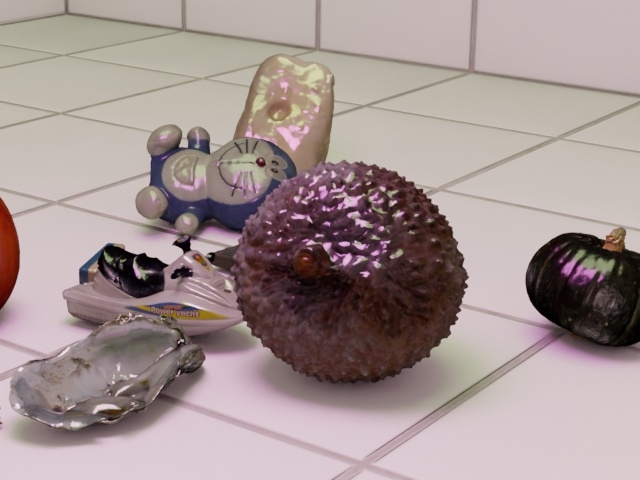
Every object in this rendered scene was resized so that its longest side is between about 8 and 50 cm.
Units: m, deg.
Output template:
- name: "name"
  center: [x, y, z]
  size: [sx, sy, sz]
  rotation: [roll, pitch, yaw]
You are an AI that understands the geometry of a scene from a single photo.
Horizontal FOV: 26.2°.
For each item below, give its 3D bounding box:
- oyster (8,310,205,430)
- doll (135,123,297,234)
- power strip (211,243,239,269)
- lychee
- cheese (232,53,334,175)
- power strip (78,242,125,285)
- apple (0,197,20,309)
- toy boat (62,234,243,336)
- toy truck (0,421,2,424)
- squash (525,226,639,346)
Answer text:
- name: "oyster"
  center: [-0.255, 0.158, 1.666]
  size: [0.199, 0.087, 0.252]
  rotation: [12, 27, 3]
- name: "doll"
  center: [-0.170, -0.096, 2.342]
  size: [0.258, 0.154, 0.228]
  rotation: [-4, 51, 9]
- name: "power strip"
  center: [-0.001, -0.001, 2.149]
  size: [0.257, 0.092, 0.251]
  rotation: [10, 23, 36]
- name: "lychee"
  center: [0.038, 0.038, 1.738]
  size: [0.300, 0.300, 0.300]
  rotation: [1, 18, 0]
- name: "cheese"
  center: [-0.069, -0.183, 2.628]
  size: [0.173, 0.251, 0.248]
  rotation: [15, 56, 4]
- name: "power strip"
  center: [-0.323, 0.048, 2.040]
  size: [0.032, 0.056, 0.123]
  rotation: [6, 20, 12]
- name: "apple"
  center: [-0.523, 0.021, 1.898]
  size: [0.218, 0.201, 0.218]
  rotation: [-6, 14, 1]
- name: "toy boat"
  center: [-0.217, 0.063, 1.892]
  size: [0.269, 0.141, 0.141]
  rotation: [-5, 13, 31]
- name: "toy truck"
  center: [-0.413, 0.208, 1.598]
  size: [0.083, 0.032, 0.024]
  rotation: [-8, 24, -21]
- name: "squash"
  center: [0.376, 0.064, 1.875]
  size: [0.193, 0.156, 0.193]
  rotation: [16, 34, -11]
